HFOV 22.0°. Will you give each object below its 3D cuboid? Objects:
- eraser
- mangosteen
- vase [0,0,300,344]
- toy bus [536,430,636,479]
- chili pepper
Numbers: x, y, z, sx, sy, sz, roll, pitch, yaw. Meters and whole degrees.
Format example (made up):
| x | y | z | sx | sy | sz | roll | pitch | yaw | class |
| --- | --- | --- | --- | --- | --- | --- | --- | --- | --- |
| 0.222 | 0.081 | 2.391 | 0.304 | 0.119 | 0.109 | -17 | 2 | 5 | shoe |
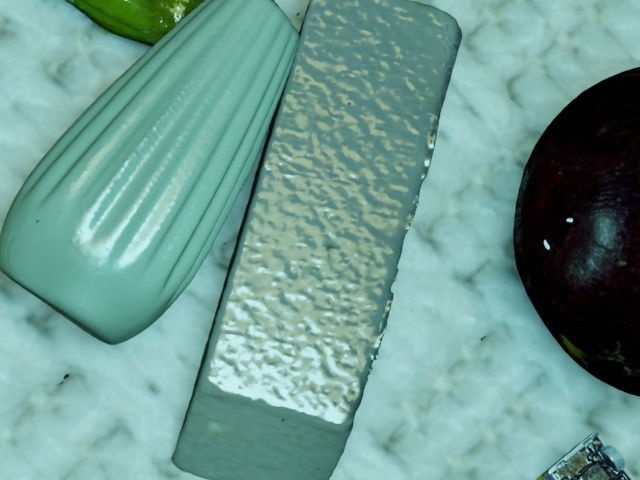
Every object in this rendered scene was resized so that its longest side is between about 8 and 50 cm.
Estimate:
| x | y | z | sx | sy | sz | roll | pitch | yaw | class |
| --- | --- | --- | --- | --- | --- | --- | --- | --- | --- |
| 0.000 | 0.000 | 1.136 | 0.111 | 0.077 | 0.352 | 17 | 76 | -4 | eraser |
| 0.261 | -0.003 | 1.115 | 0.265 | 0.228 | 0.228 | 7 | 77 | -23 | mangosteen |
| -0.104 | -0.057 | 1.091 | 0.128 | 0.128 | 0.248 | 34 | 82 | -2 | vase |
| 0.200 | 0.189 | 1.141 | 0.052 | 0.058 | 0.102 | -37 | 82 | -15 | toy bus |
| -0.148 | -0.187 | 1.150 | 0.204 | 0.073 | 0.072 | 24 | 57 | -16 | chili pepper |
